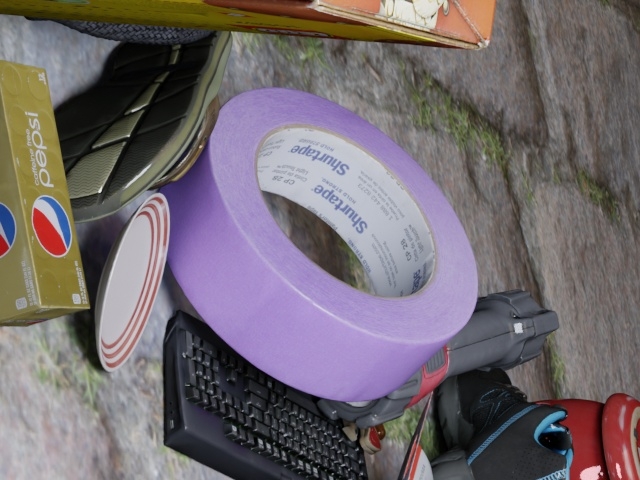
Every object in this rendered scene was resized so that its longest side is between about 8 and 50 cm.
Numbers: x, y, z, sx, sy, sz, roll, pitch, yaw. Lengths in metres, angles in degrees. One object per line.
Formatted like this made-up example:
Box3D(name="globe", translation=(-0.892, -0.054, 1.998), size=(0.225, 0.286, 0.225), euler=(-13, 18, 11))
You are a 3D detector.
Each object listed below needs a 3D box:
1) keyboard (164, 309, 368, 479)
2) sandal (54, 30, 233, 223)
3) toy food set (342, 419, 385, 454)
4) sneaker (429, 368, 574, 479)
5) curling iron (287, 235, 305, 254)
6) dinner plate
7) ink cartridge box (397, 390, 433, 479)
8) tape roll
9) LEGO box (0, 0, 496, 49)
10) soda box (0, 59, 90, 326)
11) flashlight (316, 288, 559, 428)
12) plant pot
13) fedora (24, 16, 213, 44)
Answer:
Box3D(name="keyboard", translation=(-0.036, 0.195, 1.497), size=(0.317, 0.033, 0.201), euler=(35, 46, -52))
Box3D(name="sandal", translation=(-0.129, -0.092, 1.389), size=(0.303, 0.120, 0.086), euler=(-62, 144, -56))
Box3D(name="toy food set", translation=(0.044, 0.156, 1.657), size=(0.078, 0.019, 0.122), euler=(50, 20, -34))
Box3D(name="sneaker", translation=(0.197, 0.214, 1.788), size=(0.341, 0.140, 0.125), euler=(-76, 145, -70))
Box3D(name="curling iron", translation=(-0.002, 0.048, 1.654), size=(0.274, 0.035, 0.068), euler=(45, 15, -37))
Box3D(name="dinner plate", translation=(-0.146, 0.030, 1.324), size=(0.141, 0.017, 0.141), euler=(16, 90, -79))
Box3D(name="ink cartridge box", translation=(0.081, 0.247, 1.571), size=(0.145, 0.045, 0.179), euler=(-68, 178, -53))
Box3D(name="tape roll", translation=(0.000, 0.000, 1.482), size=(0.275, 0.090, 0.274), euler=(27, 37, -22))
Box3D(name="LEGO box", translation=(-0.154, -0.307, 0.903), size=(0.193, 0.500, 0.372), euler=(1, 97, -63))
Box3D(name="soda box", translation=(-0.218, -0.033, 1.230), size=(0.061, 0.058, 0.181), euler=(5, 70, -63))
Box3D(name="flashlight", translation=(0.109, 0.105, 1.669), size=(0.103, 0.103, 0.304), euler=(41, 25, 22))
Box3D(name="plant pot", translation=(0.294, 0.264, 1.962), size=(0.191, 0.174, 0.191), euler=(45, 35, -45))
Box3D(name="fedora", translation=(-0.146, -0.236, 1.331), size=(0.334, 0.334, 0.152), euler=(-30, 133, -64))
